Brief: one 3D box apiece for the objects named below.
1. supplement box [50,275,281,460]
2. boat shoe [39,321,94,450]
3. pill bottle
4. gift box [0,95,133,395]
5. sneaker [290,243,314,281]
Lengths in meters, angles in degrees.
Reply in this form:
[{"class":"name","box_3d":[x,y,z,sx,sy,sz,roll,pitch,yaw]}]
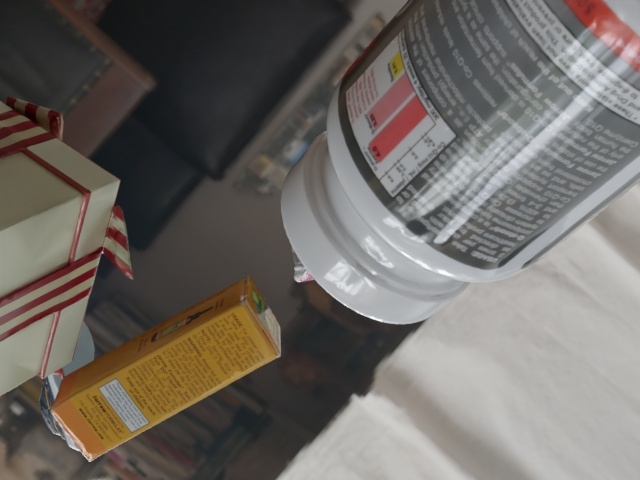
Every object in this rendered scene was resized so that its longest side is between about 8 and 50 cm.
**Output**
[{"class":"supplement box","box_3d":[-0.155,0.130,1.222,0.233,0.080,0.078,-31,-162,10]},{"class":"boat shoe","box_3d":[-0.328,0.174,1.515,0.065,0.183,0.083,-17,-162,-37]},{"class":"pill bottle","box_3d":[0.134,-0.098,0.874,0.363,0.210,0.210,-44,-178,41]},{"class":"gift box","box_3d":[-0.336,0.024,1.099,0.258,0.276,0.255,-34,155,-53]},{"class":"sneaker","box_3d":[0.000,0.000,1.352,0.063,0.075,0.170,-11,173,-15]}]
